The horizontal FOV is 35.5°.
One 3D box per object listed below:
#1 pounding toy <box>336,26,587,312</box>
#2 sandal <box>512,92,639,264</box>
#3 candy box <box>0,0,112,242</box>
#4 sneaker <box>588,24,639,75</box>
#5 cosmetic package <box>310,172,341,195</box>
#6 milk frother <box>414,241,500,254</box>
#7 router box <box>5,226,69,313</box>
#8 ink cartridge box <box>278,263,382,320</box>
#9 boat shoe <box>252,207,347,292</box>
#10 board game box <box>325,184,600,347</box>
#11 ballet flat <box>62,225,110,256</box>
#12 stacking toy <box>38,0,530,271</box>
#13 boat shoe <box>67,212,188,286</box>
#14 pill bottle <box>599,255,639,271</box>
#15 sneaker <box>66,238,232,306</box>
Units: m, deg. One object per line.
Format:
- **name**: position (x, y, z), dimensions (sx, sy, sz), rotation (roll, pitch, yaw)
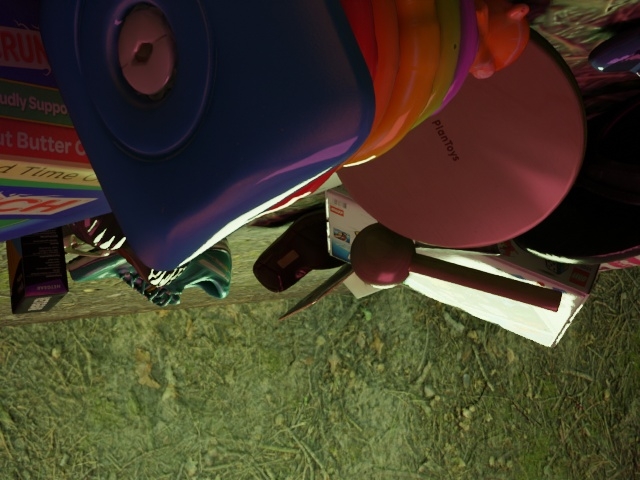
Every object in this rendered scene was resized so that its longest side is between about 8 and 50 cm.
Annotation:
- **pounding toy**: position (0.106, -0.076, 0.750), dimensions (0.183, 0.236, 0.110), rotation (5, -147, 15)
- **sandal**: position (0.365, -0.101, 0.933), dimensions (0.446, 0.167, 0.107), rotation (-18, 142, 33)
- **candy box**: position (-0.269, -0.064, 0.595), dimensions (0.317, 0.122, 0.268), rotation (-13, 170, 33)
- **sneaker**: position (0.282, -0.140, 0.781), dimensions (0.144, 0.059, 0.053), rotation (-5, 175, -5)
- **cosmetic package**: position (0.013, -0.089, 0.915), dimensions (0.099, 0.060, 0.239), rotation (0, 170, -37)
- **milk frother**: position (0.131, -0.054, 0.986), dimensions (0.129, 0.134, 0.143), rotation (5, 179, 34)
- **router box**: position (-0.295, 0.001, 1.026), dimensions (0.046, 0.133, 0.179), rotation (-5, 172, -21)
- **ink cartridge box**: position (0.075, 0.048, 1.515), dimensions (0.261, 0.066, 0.296), rotation (-41, -179, -14)
- **boat shoe**: position (-0.005, -0.006, 1.525), dimensions (0.257, 0.095, 0.095), rotation (-25, -163, 46)
- **board game box**: position (0.153, 0.018, 1.160), dimensions (0.305, 0.053, 0.193), rotation (23, 160, 10)
- **ballet flat**: position (-0.242, -0.018, 1.185), dimensions (0.213, 0.068, 0.072), rotation (-12, 172, 30)
- **stacking toy**: position (0.023, -0.108, 0.529), dimensions (0.302, 0.165, 0.175), rotation (-16, 170, -46)
- **boat shoe**: position (-0.168, -0.050, 0.868), dimensions (0.120, 0.122, 0.324), rotation (36, 173, 12)
- **pill bottle**: position (0.325, -0.043, 1.169), dimensions (0.160, 0.160, 0.283), rotation (0, 170, -42)
- **sneaker**: position (-0.248, 0.046, 1.517), dimensions (0.275, 0.109, 0.107), rotation (-1, 170, -37)
